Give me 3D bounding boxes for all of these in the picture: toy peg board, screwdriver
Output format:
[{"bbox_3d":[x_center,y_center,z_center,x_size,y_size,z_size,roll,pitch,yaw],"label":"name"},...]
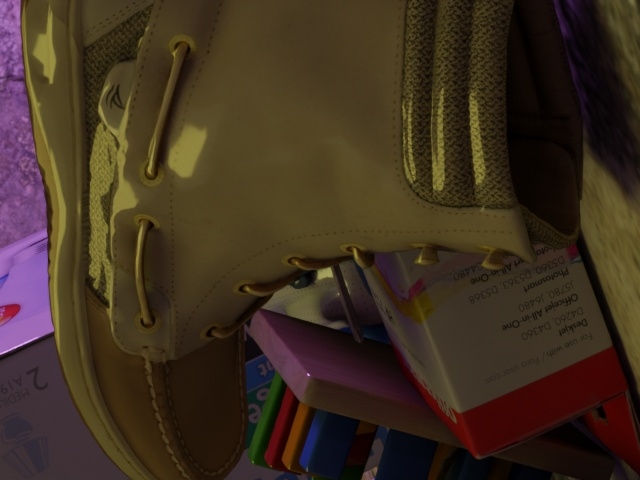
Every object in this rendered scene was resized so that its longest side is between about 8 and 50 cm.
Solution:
[{"bbox_3d":[0.043,0.108,0.968,0.160,0.161,0.079,-138,65,-75],"label":"toy peg board"},{"bbox_3d":[-0.002,-0.004,0.897,0.170,0.025,0.024,-101,-11,-51],"label":"screwdriver"}]

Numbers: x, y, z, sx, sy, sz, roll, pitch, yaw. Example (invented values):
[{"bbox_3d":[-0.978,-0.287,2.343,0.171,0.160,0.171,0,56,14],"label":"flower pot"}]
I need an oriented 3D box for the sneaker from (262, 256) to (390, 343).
[{"bbox_3d":[0.005,-0.072,1.024,0.236,0.130,0.323,40,146,16],"label":"sneaker"}]

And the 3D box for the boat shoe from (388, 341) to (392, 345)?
[{"bbox_3d":[0.054,0.066,1.157,0.070,0.077,0.219,78,165,-56],"label":"boat shoe"}]

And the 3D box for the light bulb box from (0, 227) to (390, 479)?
[{"bbox_3d":[-0.137,0.100,1.609,0.225,0.358,0.361,66,173,-15],"label":"light bulb box"}]

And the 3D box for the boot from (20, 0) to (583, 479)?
[{"bbox_3d":[0.000,0.000,0.736,0.095,0.203,0.262,-54,-35,-55],"label":"boot"}]

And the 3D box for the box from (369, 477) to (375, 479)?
[{"bbox_3d":[0.074,0.219,1.142,0.290,0.169,0.087,-140,27,-78],"label":"box"}]

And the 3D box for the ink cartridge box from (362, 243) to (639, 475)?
[{"bbox_3d":[0.064,0.006,0.851,0.134,0.078,0.231,-133,20,-74],"label":"ink cartridge box"}]
